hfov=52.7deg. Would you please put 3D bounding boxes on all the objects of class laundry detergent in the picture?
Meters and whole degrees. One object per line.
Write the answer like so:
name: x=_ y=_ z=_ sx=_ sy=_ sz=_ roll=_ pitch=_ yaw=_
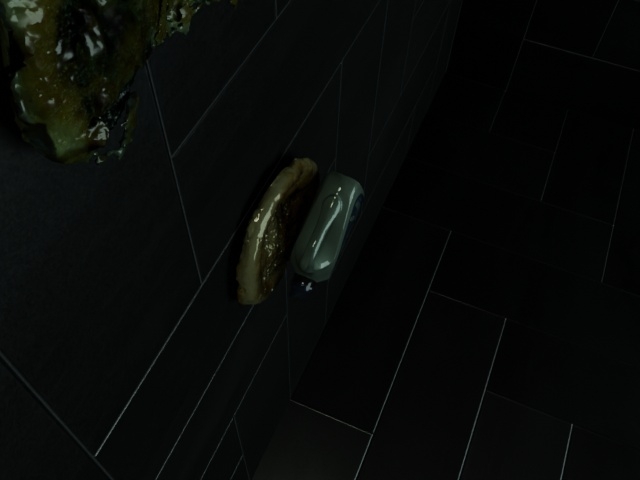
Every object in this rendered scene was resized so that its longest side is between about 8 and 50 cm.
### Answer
laundry detergent: x=0.000 y=0.000 z=1.436 sx=0.215 sy=0.105 sz=0.281 roll=82 pitch=33 yaw=-81

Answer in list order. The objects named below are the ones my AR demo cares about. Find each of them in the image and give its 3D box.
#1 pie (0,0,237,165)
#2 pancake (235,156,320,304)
pie: x=-0.176 y=-0.254 z=0.596 sx=0.296 sy=0.078 sz=0.371 roll=84 pitch=29 yaw=-62
pancake: x=-0.088 y=-0.022 z=1.380 sx=0.356 sy=0.065 sz=0.356 roll=20 pitch=90 yaw=-78
